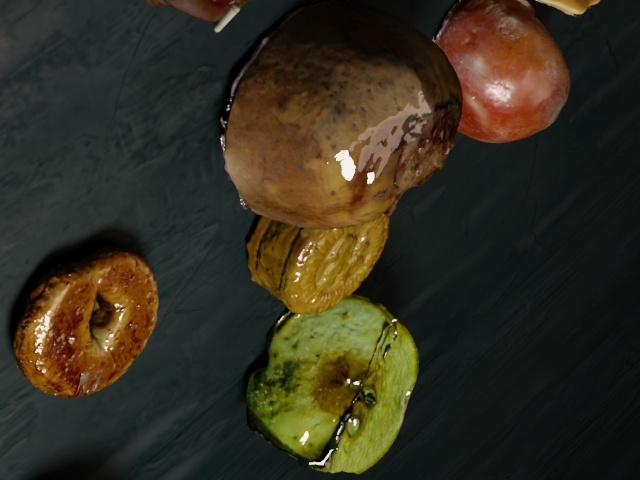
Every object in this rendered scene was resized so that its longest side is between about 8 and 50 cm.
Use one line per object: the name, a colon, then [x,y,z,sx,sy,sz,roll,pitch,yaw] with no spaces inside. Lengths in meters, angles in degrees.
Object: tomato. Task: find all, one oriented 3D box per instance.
tomato: [0.247,-0.216,1.890,0.181,0.155,0.214,-45,151,-8]

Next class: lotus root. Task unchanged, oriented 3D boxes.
lotus root: [0.041,-0.124,1.628,0.272,0.192,0.272,-38,141,-39]

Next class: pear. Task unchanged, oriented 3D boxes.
pear: [0.035,0.190,2.008,0.238,0.164,0.255,-66,155,0]

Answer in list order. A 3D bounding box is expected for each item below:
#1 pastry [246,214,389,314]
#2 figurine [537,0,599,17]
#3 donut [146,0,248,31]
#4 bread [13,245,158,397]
pastry: [0.000,0.000,1.804,0.189,0.103,0.188,-36,146,-29]
figurine: [0.329,-0.421,1.733,0.181,0.208,0.257,4,137,-37]
donut: [-0.040,-0.377,1.329,0.345,0.136,0.259,-41,151,-24]
bread: [-0.255,0.088,1.580,0.193,0.064,0.193,-32,138,-35]
